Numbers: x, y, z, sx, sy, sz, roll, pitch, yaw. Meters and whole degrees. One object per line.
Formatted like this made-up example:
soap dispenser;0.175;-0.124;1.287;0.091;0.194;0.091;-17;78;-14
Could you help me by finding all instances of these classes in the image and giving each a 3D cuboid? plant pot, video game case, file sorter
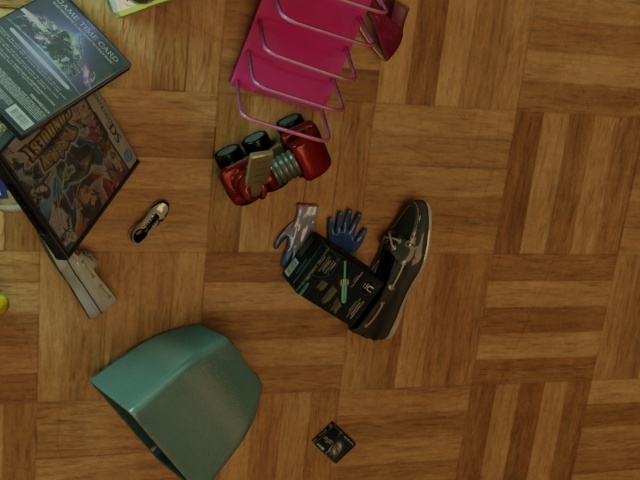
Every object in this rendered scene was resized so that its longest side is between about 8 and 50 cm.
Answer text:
plant pot;-0.270;0.315;2.010;0.252;0.247;0.248;-43;117;-18
video game case;-0.454;-0.147;1.771;0.275;0.035;0.248;-63;143;-38
video game case;-0.489;-0.313;1.708;0.196;0.026;0.274;47;49;-2
file sorter;-0.022;-0.358;1.836;0.202;0.182;0.290;14;121;-19

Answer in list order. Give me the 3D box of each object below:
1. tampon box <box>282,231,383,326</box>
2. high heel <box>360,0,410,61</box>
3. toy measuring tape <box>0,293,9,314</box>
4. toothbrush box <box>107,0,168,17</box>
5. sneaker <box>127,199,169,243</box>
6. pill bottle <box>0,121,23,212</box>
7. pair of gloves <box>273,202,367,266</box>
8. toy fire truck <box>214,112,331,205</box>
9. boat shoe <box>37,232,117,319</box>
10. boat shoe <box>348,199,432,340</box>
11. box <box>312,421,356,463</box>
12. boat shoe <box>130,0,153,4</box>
tampon box;0.026;0.081;2.071;0.161;0.101;0.120;34;97;-28
high heel;0.064;-0.448;1.934;0.244;0.082;0.117;18;92;-36
toy measuring tape;-0.760;0.111;1.852;0.330;0.121;0.121;10;105;-12
toothbrush box;-0.276;-0.548;1.766;0.283;0.122;0.206;-22;114;-9
sneaker;-0.341;-0.034;1.968;0.040;0.044;0.109;40;91;-23
pill bottle;-0.554;-0.196;1.783;0.153;0.153;0.264;-16;112;-12
pair of gloves;0.000;0.000;2.101;0.198;0.023;0.159;8;106;-21
toy fire truck;-0.084;-0.151;1.897;0.217;0.246;0.158;-27;115;-7
boat shoe;-0.479;0.051;1.943;0.076;0.083;0.226;-34;127;-17
boat shoe;0.150;0.066;2.124;0.096;0.112;0.335;9;109;-25
box;0.032;0.469;2.276;0.067;0.018;0.083;-43;116;0
boat shoe;-0.211;-0.506;1.683;0.302;0.094;0.109;-42;117;-1
